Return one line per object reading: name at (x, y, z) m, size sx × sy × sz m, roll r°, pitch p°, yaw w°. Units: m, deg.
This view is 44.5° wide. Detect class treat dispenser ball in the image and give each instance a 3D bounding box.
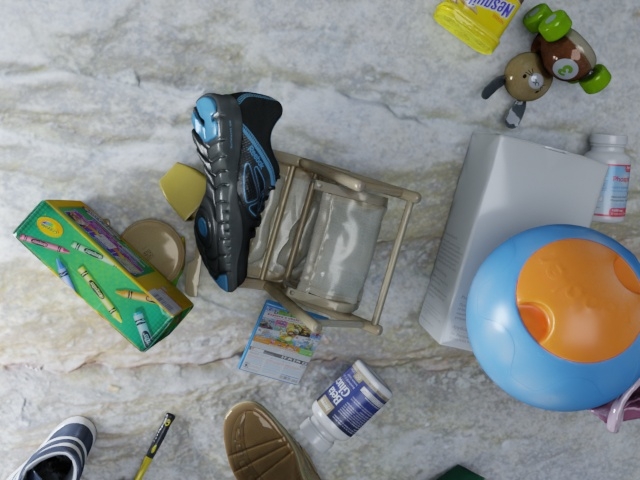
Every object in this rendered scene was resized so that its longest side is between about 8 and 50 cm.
treat dispenser ball at (0.372, 0.119, 1.214) m, size 0.288 × 0.288 × 0.288 m, roll -1°, pitch 100°, yaw -8°

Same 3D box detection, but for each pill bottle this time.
pill bottle at (0.044, 0.310, 1.451) m, size 0.169 × 0.094 × 0.094 m, roll -45°, pitch 103°, yaw 0°
pill bottle at (0.528, -0.116, 1.453) m, size 0.087 × 0.087 × 0.160 m, roll 2°, pitch 100°, yaw -9°

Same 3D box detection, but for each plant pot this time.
plant pot at (-0.231, -0.090, 1.354) m, size 0.083 × 0.081 × 0.081 m, roll 44°, pitch 91°, yaw -1°

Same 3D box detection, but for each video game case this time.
video game case at (-0.069, 0.188, 1.419) m, size 0.119 × 0.015 × 0.166 m, roll 18°, pitch 122°, yaw -11°

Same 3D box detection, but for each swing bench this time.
swing bench at (0.000, 0.000, 1.338) m, size 0.165 × 0.254 × 0.254 m, roll 9°, pitch 101°, yaw -44°

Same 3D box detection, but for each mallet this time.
mallet at (-0.328, 0.403, 1.446) m, size 0.062 × 0.039 × 0.190 m, roll 20°, pitch 91°, yaw -9°

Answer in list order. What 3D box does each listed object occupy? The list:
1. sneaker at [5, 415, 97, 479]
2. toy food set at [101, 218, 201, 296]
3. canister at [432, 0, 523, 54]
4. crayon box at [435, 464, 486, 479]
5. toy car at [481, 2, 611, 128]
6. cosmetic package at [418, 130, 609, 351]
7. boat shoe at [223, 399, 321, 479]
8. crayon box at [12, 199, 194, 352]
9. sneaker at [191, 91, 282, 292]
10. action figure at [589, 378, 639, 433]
sneaker at (-0.503, 0.446, 1.363) m, size 0.099 × 0.153 × 0.282 m, roll 37°, pitch 93°, yaw -12°
toy food set at (-0.301, 0.028, 1.387) m, size 0.191 × 0.038 × 0.133 m, roll 10°, pitch 93°, yaw 1°
canister at (0.296, -0.434, 1.374) m, size 0.126 × 0.073 × 0.170 m, roll 32°, pitch 92°, yaw -12°
crayon box at (0.228, 0.672, 1.490) m, size 0.313 × 0.106 × 0.363 m, roll -26°, pitch 103°, yaw -22°
toy car at (0.381, -0.292, 1.385) m, size 0.188 × 0.149 × 0.155 m, roll -42°, pitch 113°, yaw 12°
cosmetic package at (0.341, 0.012, 1.416) m, size 0.217 × 0.156 × 0.385 m, roll 16°, pitch 96°, yaw -11°
boat shoe at (-0.074, 0.428, 1.448) m, size 0.121 × 0.110 × 0.341 m, roll -24°, pitch 106°, yaw 8°
crayon box at (-0.348, 0.051, 1.287) m, size 0.278 × 0.165 × 0.081 m, roll 42°, pitch 93°, yaw 0°
sneaker at (-0.124, -0.073, 1.276) m, size 0.139 × 0.125 × 0.341 m, roll -14°, pitch 121°, yaw -34°
action figure at (0.601, 0.233, 1.423) m, size 0.370 × 0.276 × 0.248 m, roll 27°, pitch 98°, yaw -27°
